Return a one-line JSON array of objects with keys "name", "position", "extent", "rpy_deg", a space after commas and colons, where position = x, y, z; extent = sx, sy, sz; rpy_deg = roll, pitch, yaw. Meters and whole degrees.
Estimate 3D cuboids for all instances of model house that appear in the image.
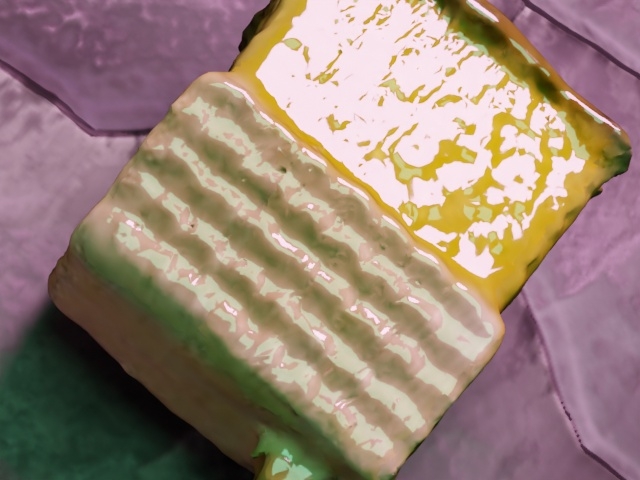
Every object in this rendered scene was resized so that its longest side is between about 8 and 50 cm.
[{"name": "model house", "position": [0.000, 0.000, 0.891], "extent": [0.193, 0.175, 0.234], "rpy_deg": [40, 51, -3]}]
